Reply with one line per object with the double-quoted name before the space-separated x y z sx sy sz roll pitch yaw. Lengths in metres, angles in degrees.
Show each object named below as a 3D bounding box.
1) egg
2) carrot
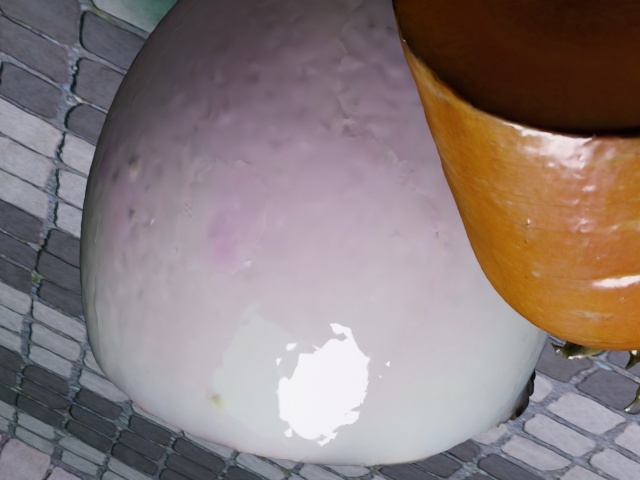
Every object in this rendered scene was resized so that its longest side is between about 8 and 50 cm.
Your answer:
"egg" 0.013 -0.066 1.151 0.354 0.354 0.340 17 115 19
"carrot" 0.176 -0.046 0.943 0.214 0.193 0.331 -22 139 -1
